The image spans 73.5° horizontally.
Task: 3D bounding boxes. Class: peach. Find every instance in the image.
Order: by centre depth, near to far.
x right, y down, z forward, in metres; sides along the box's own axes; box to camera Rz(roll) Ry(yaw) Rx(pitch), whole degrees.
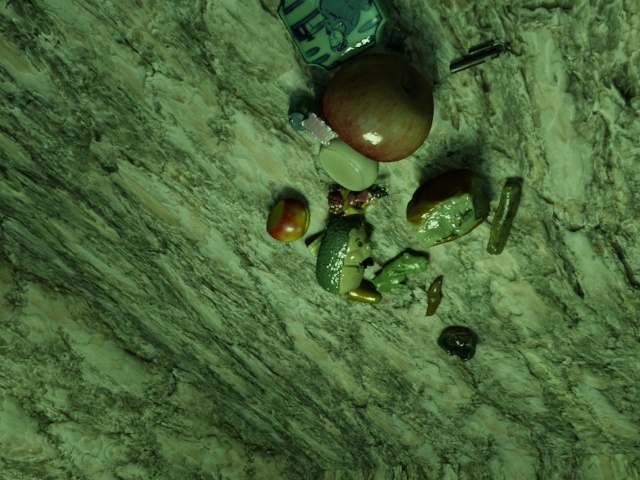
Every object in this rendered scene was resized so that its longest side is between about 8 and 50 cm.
[{"bbox_3d":[-0.141,-0.086,1.777,0.192,0.190,0.190,10,132,11],"label":"peach"}]

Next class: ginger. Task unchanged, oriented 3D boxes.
[{"bbox_3d":[0.345,0.144,1.870,0.137,0.089,0.290,43,127,6],"label":"ginger"}]

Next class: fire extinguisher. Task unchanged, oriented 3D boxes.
[{"bbox_3d":[0.468,-0.545,1.269,0.173,0.035,0.049,-11,86,28],"label":"fire extinguisher"}]

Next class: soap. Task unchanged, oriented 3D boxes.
[{"bbox_3d":[0.018,-0.413,1.422,0.122,0.203,0.065,39,131,-16],"label":"soap"}]

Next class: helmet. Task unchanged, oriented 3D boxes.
[{"bbox_3d":[0.656,0.477,2.033,0.176,0.107,0.153,24,139,25],"label":"helmet"}]

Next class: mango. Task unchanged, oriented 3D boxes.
[{"bbox_3d":[0.174,0.233,1.972,0.227,0.136,0.099,19,96,13],"label":"mango"}]

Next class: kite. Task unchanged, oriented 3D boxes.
[{"bbox_3d":[0.242,-0.608,1.308,0.090,0.004,0.122,-20,120,32],"label":"kite"}]

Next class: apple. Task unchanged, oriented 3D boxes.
[{"bbox_3d":[0.189,-0.404,1.299,0.344,0.345,0.269,39,121,-15],"label":"apple"}]

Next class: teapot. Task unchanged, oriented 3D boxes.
[{"bbox_3d":[-0.054,-0.421,1.505,0.111,0.108,0.149,-25,117,36],"label":"teapot"}]

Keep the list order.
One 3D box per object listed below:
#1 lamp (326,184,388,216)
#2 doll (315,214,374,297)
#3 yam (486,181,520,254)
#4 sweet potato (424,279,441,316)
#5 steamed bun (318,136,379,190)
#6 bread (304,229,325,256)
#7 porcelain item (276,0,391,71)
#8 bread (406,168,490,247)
[{"bbox_3d":[0.149,-0.164,1.658,0.253,0.118,0.118,-13,124,24],"label":"lamp"},{"bbox_3d":[0.104,0.067,1.797,0.247,0.247,0.350,10,116,11],"label":"doll"},{"bbox_3d":[0.672,-0.073,1.576,0.067,0.071,0.318,38,146,38],"label":"yam"},{"bbox_3d":[0.509,0.267,1.931,0.067,0.067,0.274,11,134,11],"label":"sweet potato"},{"bbox_3d":[0.113,-0.293,1.513,0.231,0.145,0.232,36,164,12],"label":"steamed bun"},{"bbox_3d":[0.004,-0.003,1.910,0.139,0.084,0.074,-41,110,7],"label":"bread"},{"bbox_3d":[0.039,-0.662,1.234,0.281,0.157,0.286,-15,122,31],"label":"porcelain item"},{"bbox_3d":[0.445,-0.115,1.492,0.250,0.279,0.225,-21,106,32],"label":"bread"}]
